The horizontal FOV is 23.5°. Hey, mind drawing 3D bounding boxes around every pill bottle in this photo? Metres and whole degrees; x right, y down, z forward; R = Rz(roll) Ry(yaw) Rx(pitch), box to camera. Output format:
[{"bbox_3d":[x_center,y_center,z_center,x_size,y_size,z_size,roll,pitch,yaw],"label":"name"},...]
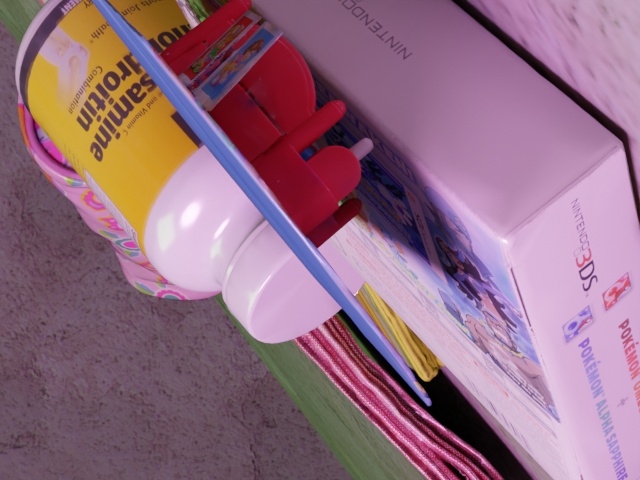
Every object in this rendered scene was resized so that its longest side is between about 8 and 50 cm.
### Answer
[{"bbox_3d":[-0.055,-0.042,0.717,0.184,0.103,0.103,48,172,27],"label":"pill bottle"}]

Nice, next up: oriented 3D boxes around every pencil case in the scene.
[{"bbox_3d":[-0.122,-0.046,1.115,0.124,0.124,0.284,49,174,21],"label":"pencil case"}]

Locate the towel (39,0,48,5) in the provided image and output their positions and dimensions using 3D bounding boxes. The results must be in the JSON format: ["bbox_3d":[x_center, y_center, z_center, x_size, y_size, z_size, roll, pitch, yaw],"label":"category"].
[{"bbox_3d":[-0.240,-0.251,1.182,0.144,0.029,0.197,50,171,12],"label":"towel"}]

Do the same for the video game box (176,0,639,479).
[{"bbox_3d":[0.027,-0.024,0.502,0.205,0.048,0.187,47,173,35],"label":"video game box"}]

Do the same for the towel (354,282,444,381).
[{"bbox_3d":[0.000,0.000,0.940,0.102,0.021,0.237,59,171,-29],"label":"towel"}]

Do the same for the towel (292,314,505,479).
[{"bbox_3d":[0.041,0.105,1.062,0.237,0.037,0.329,46,177,3],"label":"towel"}]

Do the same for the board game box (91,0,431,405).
[{"bbox_3d":[-0.010,-0.028,0.427,0.133,0.033,0.168,52,178,-27],"label":"board game box"}]
